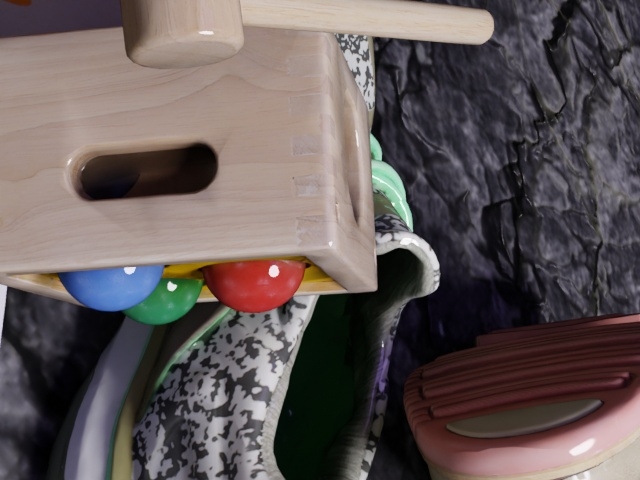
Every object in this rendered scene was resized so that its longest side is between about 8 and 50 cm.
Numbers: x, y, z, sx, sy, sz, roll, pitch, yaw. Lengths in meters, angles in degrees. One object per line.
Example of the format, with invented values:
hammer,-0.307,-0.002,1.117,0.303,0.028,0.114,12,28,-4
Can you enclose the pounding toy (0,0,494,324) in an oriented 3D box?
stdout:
pounding toy,-0.029,-0.026,0.414,0.206,0.181,0.094,43,44,-77

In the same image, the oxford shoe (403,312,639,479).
oxford shoe,0.139,0.120,0.650,0.397,0.141,0.146,2,79,-73

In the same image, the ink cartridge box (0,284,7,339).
ink cartridge box,-0.173,0.108,0.463,0.046,0.097,0.207,18,67,-41

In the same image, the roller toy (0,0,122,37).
roller toy,-0.106,-0.157,0.520,0.209,0.191,0.146,57,29,-26

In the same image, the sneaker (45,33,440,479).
sneaker,0.000,0.000,0.604,0.158,0.182,0.410,26,61,-38
